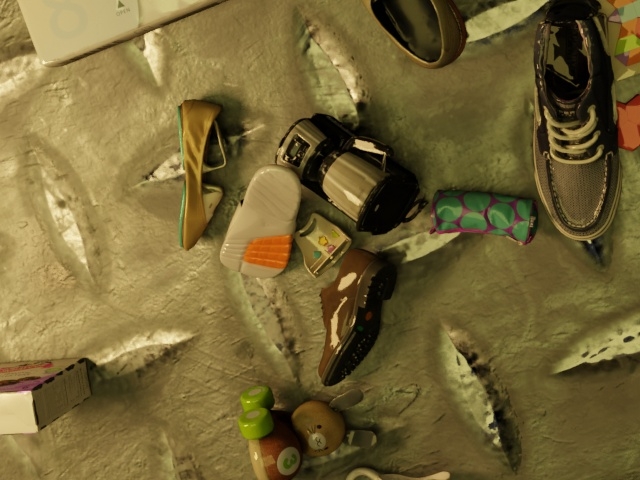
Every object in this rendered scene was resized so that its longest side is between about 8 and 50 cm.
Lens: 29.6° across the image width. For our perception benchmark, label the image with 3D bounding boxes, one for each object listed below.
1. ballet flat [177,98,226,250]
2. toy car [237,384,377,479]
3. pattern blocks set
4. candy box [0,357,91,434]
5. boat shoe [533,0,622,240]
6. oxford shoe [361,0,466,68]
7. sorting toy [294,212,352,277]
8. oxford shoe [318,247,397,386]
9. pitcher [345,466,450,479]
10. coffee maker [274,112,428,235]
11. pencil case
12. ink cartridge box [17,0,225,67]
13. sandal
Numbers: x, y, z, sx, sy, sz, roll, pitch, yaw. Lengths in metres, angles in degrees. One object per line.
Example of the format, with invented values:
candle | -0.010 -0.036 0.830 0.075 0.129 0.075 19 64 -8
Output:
ballet flat | -0.179 -0.097 1.839 0.073 0.080 0.232 0 102 -2
toy car | -0.013 0.297 1.845 0.188 0.149 0.155 -15 109 4
pattern blocks set | 0.438 -0.318 1.669 0.285 0.026 0.325 -35 91 17
candy box | -0.479 0.246 1.910 0.165 0.196 0.070 -6 98 14
boat shoe | 0.337 -0.153 1.638 0.127 0.158 0.340 -4 103 20
oxford shoe | 0.084 -0.388 1.677 0.123 0.130 0.348 -39 95 17
sorting toy | 0.000 0.000 1.831 0.075 0.045 0.083 46 108 10
oxford shoe | 0.039 0.114 1.833 0.096 0.083 0.227 32 112 32
pitcher | 0.114 0.455 1.856 0.177 0.125 0.207 1 90 34
coffee maker | 0.042 -0.091 1.757 0.178 0.171 0.120 38 86 26
pencil case | 0.237 -0.034 1.752 0.151 0.064 0.070 7 77 13
ink cartridge box | -0.332 -0.488 1.793 0.308 0.091 0.385 -18 97 16
sandal | -0.075 -0.039 1.797 0.102 0.076 0.265 20 140 -5
